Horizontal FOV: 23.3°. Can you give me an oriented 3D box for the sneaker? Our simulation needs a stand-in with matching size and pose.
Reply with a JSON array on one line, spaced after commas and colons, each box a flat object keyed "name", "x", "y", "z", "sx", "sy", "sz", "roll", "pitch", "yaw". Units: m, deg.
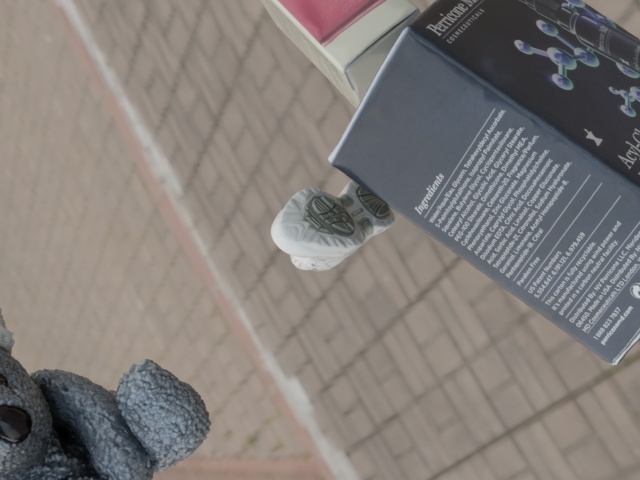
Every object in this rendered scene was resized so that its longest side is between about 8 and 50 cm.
[{"name": "sneaker", "x": 0.000, "y": 0.000, "z": 1.822, "sx": 0.115, "sy": 0.232, "sz": 0.090, "roll": -44, "pitch": 75, "yaw": 25}]

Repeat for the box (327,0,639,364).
[{"name": "box", "x": 0.265, "y": -0.106, "z": 1.761, "sx": 0.395, "sy": 0.293, "sz": 0.212, "roll": 35, "pitch": 128, "yaw": 6}]

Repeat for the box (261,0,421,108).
[{"name": "box", "x": 0.030, "y": -0.289, "z": 2.005, "sx": 0.232, "sy": 0.127, "sz": 0.148, "roll": 48, "pitch": 177, "yaw": 30}]

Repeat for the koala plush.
[{"name": "koala plush", "x": -0.243, "y": 0.151, "z": 1.206, "sx": 0.221, "sy": 0.196, "sz": 0.203, "roll": 33, "pitch": 166, "yaw": -28}]
